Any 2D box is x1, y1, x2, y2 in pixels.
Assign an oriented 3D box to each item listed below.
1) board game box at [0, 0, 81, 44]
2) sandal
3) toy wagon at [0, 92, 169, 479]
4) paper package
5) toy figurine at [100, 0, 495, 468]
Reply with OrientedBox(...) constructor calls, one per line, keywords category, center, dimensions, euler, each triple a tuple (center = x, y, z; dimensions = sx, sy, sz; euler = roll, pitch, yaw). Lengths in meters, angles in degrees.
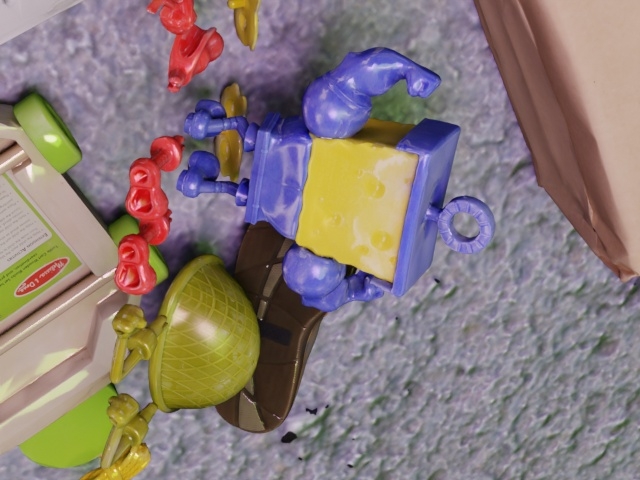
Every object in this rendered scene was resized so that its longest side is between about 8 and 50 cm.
OrientedBox(category="board game box", center=(-0.200, -0.273, 0.690), dimensions=(0.390, 0.050, 0.390), euler=(-46, 145, -53))
OrientedBox(category="sandal", center=(-0.022, 0.047, 1.095), dimensions=(0.090, 0.060, 0.219), euler=(22, 113, 13))
OrientedBox(category="toy wagon", center=(-0.241, 0.061, 1.013), dimensions=(0.267, 0.068, 0.344), euler=(-34, 127, -1))
OrientedBox(category="paper package", center=(0.285, -0.188, 1.028), dimensions=(0.325, 0.168, 0.309), euler=(-30, 126, -3))
OrientedBox(category="toy figurine", center=(0.000, 0.000, 0.939), dimensions=(0.217, 0.191, 0.362), euler=(14, 114, 10))
